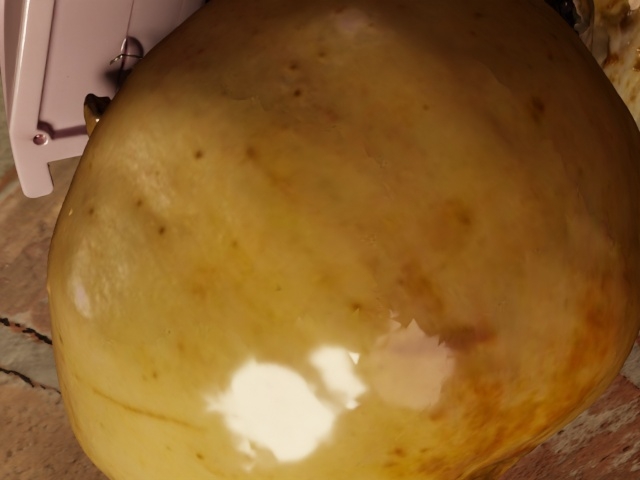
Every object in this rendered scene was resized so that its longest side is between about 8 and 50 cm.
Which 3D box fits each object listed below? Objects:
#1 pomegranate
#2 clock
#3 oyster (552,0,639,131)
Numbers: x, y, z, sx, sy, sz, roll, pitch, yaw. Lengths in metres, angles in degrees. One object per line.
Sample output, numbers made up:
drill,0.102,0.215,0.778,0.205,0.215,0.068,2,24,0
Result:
pomegranate,0.000,0.000,0.509,0.338,0.338,0.338,-14,135,-14
clock,-0.054,-0.167,0.575,0.275,0.080,0.290,-3,133,-25
oyster,0.220,-0.168,0.674,0.198,0.133,0.337,-42,133,18
